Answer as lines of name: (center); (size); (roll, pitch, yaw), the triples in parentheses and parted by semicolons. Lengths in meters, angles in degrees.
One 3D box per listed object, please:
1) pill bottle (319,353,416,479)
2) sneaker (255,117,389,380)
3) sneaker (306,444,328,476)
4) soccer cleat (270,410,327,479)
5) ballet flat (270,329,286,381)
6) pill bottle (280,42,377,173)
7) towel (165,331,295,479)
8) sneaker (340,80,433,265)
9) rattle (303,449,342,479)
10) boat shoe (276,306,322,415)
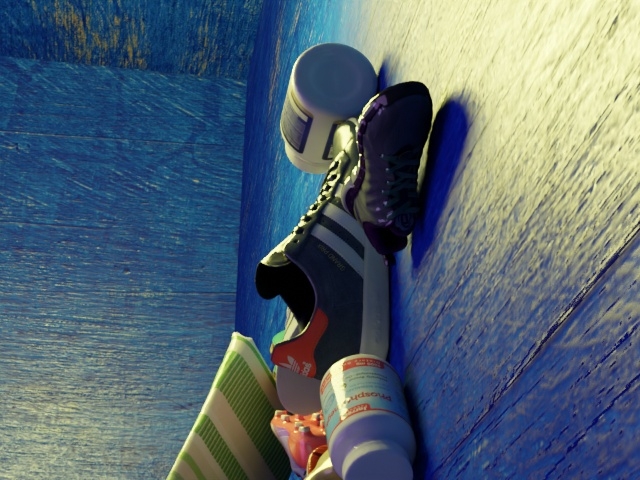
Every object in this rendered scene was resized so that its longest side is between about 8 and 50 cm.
pill bottle: (0.048, 0.188, 1.358); (0.160, 0.087, 0.087); (-101, 18, -63)
sneaker: (0.000, 0.000, 1.609); (0.131, 0.148, 0.350); (106, 167, -56)
sneaker: (0.012, 0.363, 1.628); (0.221, 0.087, 0.128); (-76, -11, -47)
soccer cleat: (-0.020, 0.285, 1.874); (0.248, 0.083, 0.095); (175, 95, -80)
ballet flat: (-0.030, 0.196, 2.097); (0.232, 0.080, 0.073); (-107, -5, -77)
pill bottle: (0.006, -0.166, 1.810); (0.187, 0.112, 0.112); (111, 162, -64)
towel: (-0.124, 0.324, 1.994); (0.248, 0.038, 0.325); (64, -145, -35)
sneaker: (0.083, -0.066, 1.390); (0.224, 0.083, 0.098); (102, 146, -58)
rattle: (0.051, 0.282, 1.505); (0.130, 0.142, 0.200); (-46, 9, 24)
boat shoe: (-0.001, 0.091, 1.782); (0.088, 0.096, 0.268); (-99, 16, -77)
